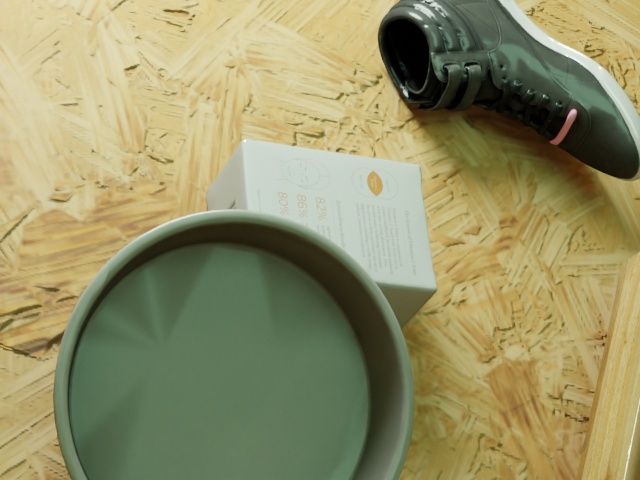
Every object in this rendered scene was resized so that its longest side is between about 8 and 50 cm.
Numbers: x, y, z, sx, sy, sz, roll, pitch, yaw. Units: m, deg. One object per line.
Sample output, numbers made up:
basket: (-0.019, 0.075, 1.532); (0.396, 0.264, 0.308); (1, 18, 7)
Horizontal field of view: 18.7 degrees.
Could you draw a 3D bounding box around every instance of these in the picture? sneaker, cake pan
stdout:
sneaker: (0.173, -0.138, 1.841); (0.296, 0.104, 0.147); (44, 53, 11)
cake pan: (-0.070, 0.124, 1.517); (0.293, 0.054, 0.293); (3, 82, -21)

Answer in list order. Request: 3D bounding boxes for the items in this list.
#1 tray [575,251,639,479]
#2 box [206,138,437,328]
tray: (0.320, 0.208, 1.673); (0.203, 0.076, 0.411); (38, 44, -18)
box: (0.000, 0.000, 1.665); (0.170, 0.091, 0.130); (8, 57, -23)
